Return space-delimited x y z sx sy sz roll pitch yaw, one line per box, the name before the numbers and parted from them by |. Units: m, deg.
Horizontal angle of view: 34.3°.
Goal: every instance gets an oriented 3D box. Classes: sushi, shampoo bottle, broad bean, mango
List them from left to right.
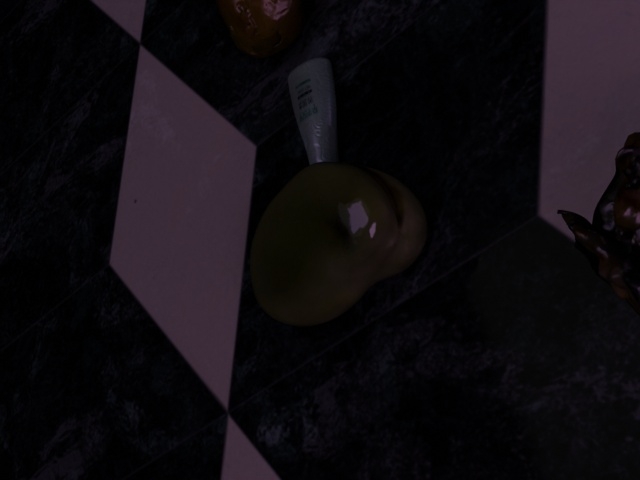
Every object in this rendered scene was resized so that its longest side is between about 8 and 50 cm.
mango | -0.085 -0.378 1.449 0.156 0.151 0.248 142 125 -73
shampoo bottle | -0.003 -0.146 1.356 0.069 0.041 0.190 -23 62 29
broad bean | 0.000 0.000 1.252 0.263 0.121 0.189 -30 67 34
sushi | 0.343 -0.008 0.901 0.204 0.200 0.213 -47 56 10
